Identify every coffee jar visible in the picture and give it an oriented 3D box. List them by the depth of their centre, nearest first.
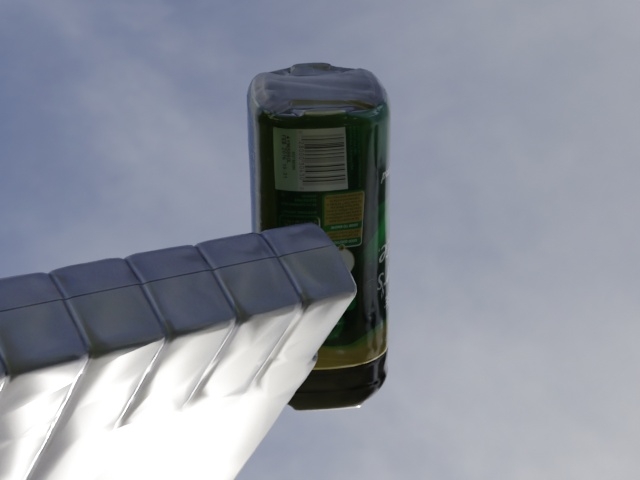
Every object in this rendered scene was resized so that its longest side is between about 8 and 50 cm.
[{"bbox_3d":[0.000,0.000,0.775,0.079,0.096,0.184,-2,-65,-4],"label":"coffee jar"}]

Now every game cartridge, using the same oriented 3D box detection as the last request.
[{"bbox_3d":[-0.144,0.131,0.691,0.068,0.230,0.355,53,-46,22],"label":"game cartridge"}]
